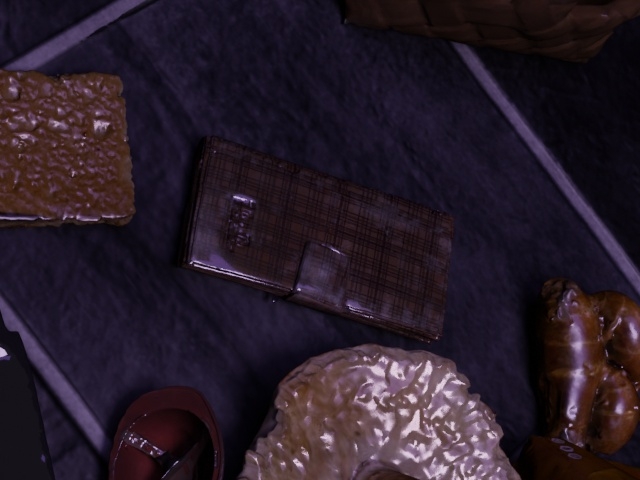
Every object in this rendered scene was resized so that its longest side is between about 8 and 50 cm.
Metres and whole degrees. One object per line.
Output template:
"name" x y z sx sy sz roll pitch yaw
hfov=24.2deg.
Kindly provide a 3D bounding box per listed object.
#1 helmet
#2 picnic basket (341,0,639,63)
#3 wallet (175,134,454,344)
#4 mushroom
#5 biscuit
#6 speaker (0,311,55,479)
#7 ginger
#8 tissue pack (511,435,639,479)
"helmet" -0.104 0.168 1.098 0.089 0.057 0.111 -7 64 16
"picnic basket" 0.189 -0.326 1.268 0.337 0.337 0.293 6 70 -24
"wallet" 0.000 0.000 1.218 0.230 0.042 0.124 19 62 -20
"mushroom" 0.101 0.194 1.071 0.208 0.302 0.233 24 73 -54
"biscuit" -0.255 -0.070 1.130 0.231 0.025 0.131 1 71 -25
"speaker" -0.294 0.188 0.930 0.232 0.184 0.254 -8 73 -28
"ginger" 0.233 0.114 1.275 0.103 0.073 0.162 3 83 -8
"tissue pack" 0.255 0.246 1.147 0.183 0.226 0.092 26 99 -21
